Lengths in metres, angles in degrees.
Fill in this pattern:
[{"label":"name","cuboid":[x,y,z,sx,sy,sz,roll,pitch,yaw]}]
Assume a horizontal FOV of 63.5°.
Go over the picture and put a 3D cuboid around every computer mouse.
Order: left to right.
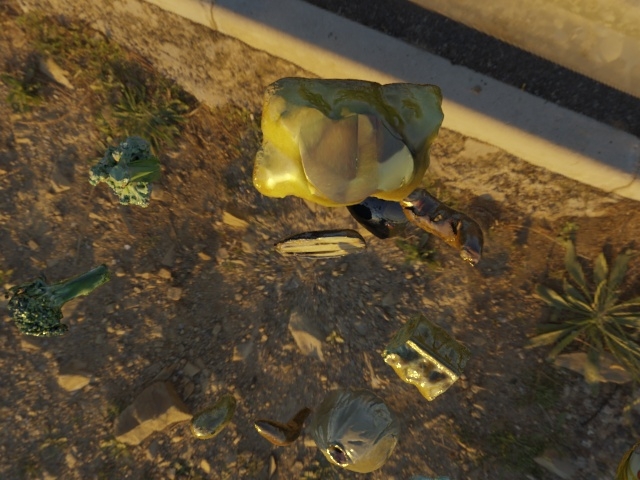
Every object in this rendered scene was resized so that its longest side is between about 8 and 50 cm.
[{"label":"computer mouse","cuboid":[0.196,-0.116,1.836,0.269,0.100,0.170,40,125,-19]}]

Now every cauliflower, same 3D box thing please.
[{"label":"cauliflower","cuboid":[-0.680,-0.243,1.822,0.239,0.315,0.256,34,99,-13]}]

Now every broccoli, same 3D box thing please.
[{"label":"broccoli","cuboid":[-0.742,0.153,1.473,0.275,0.198,0.177,-45,128,-34]}]

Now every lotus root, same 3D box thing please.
[{"label":"lotus root","cuboid":[-0.001,0.000,1.814,0.329,0.167,0.078,-3,61,15]}]

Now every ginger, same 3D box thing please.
[{"label":"ginger","cuboid":[0.340,-0.051,1.426,0.309,0.133,0.107,41,99,31]}]

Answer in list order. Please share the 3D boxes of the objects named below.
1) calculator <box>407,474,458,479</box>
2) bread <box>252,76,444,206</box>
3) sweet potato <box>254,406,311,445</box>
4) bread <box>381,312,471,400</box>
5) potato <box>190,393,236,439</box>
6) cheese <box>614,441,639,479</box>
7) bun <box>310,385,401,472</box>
[{"label":"calculator","cuboid":[0.275,0.603,1.167,0.184,0.295,0.042,19,50,18]},{"label":"bread","cuboid":[0.040,-0.108,0.615,0.233,0.088,0.161,-3,118,-20]},{"label":"sweet potato","cuboid":[-0.119,0.661,1.819,0.079,0.346,0.108,-3,81,28]},{"label":"bread","cuboid":[0.369,0.407,1.812,0.252,0.196,0.238,46,48,1]},{"label":"potato","cuboid":[-0.266,0.447,1.312,0.070,0.092,0.138,43,44,17]},{"label":"cheese","cuboid":[0.368,0.246,0.479,0.177,0.270,0.069,-11,101,39]},{"label":"bun","cuboid":[0.058,0.354,0.945,0.166,0.113,0.173,-3,120,31]}]
